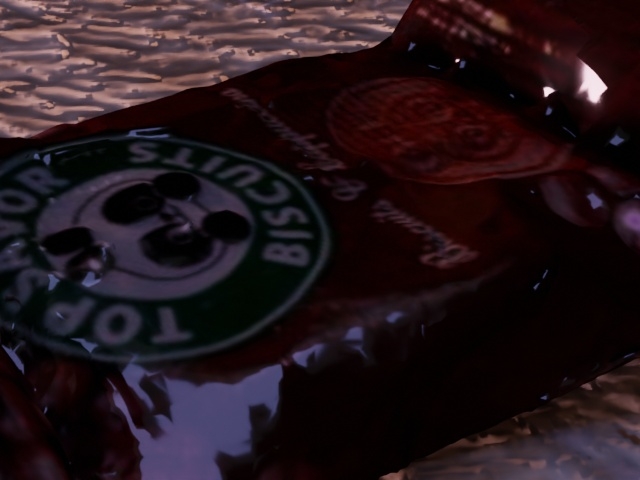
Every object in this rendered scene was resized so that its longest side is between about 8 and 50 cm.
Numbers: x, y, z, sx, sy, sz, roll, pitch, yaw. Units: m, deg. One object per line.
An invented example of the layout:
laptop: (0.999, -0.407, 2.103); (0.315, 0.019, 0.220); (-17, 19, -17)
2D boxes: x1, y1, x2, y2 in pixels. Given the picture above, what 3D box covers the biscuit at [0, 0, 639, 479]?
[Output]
biscuit: (-0.003, -0.004, 0.387); (0.235, 0.063, 0.151); (-19, 38, -29)
